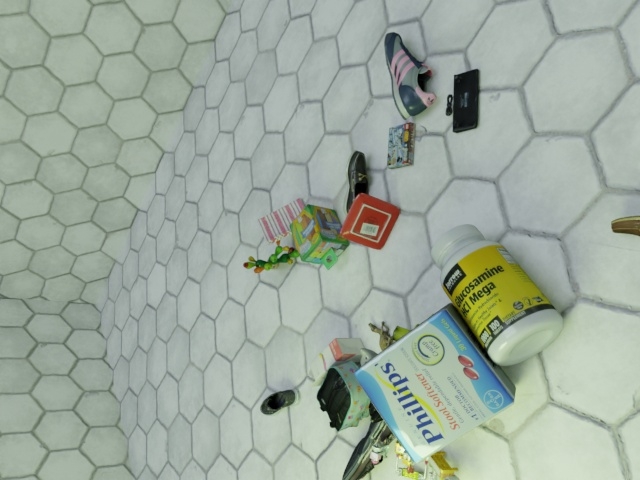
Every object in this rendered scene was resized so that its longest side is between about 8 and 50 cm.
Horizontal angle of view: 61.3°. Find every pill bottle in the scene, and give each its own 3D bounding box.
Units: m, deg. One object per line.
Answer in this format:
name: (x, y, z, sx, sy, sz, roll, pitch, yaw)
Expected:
pill bottle: (0.416, 0.122, 1.329, 0.188, 0.188, 0.334, -54, 46, 28)

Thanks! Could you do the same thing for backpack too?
backpack: (0.084, 0.473, 1.677, 0.166, 0.144, 0.188, 54, 145, 44)

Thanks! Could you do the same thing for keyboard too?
keyboard: (0.415, -0.405, 1.583, 0.108, 0.023, 0.180, -5, 77, 43)

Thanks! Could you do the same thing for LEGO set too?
LEGO set: (0.275, 0.625, 1.448, 0.287, 0.132, 0.107, 11, 100, 43)

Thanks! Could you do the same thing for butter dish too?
butter dish: (0.150, -0.073, 1.752, 0.159, 0.160, 0.118, -66, 18, 15)

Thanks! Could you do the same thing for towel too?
towel: (-0.141, -0.078, 2.084, 0.197, 0.029, 0.144, -27, 48, -3)

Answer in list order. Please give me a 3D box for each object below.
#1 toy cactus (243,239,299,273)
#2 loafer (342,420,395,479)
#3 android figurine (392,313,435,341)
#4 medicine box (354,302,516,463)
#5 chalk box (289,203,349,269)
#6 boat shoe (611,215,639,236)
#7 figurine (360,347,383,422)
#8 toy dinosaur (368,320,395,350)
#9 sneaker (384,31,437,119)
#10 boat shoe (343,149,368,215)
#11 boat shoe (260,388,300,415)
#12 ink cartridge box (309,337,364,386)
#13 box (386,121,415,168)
toy cactus: (-0.193, 0.073, 2.109, 0.180, 0.219, 0.112, 105, 140, -76)
loafer: (0.160, 0.625, 1.600, 0.302, 0.095, 0.109, -65, -3, 19)
android figurine: (0.314, 0.326, 1.429, 0.273, 0.056, 0.248, 15, 95, 19)
medicine box: (0.281, 0.346, 1.334, 0.289, 0.149, 0.263, -40, 76, 15)
chalk box: (0.000, 0.000, 1.904, 0.132, 0.132, 0.213, -47, 49, 34)
boat shoe: (0.696, -0.018, 1.121, 0.178, 0.064, 0.060, 4, 83, 48)
figurine: (0.197, 0.401, 1.514, 0.092, 0.209, 0.214, -34, 57, 41)
toy dinosaur: (0.205, 0.314, 1.664, 0.183, 0.053, 0.092, -111, 33, -43)
sneaker: (0.290, -0.542, 1.719, 0.131, 0.112, 0.319, -19, 69, 29)
boat shoe: (0.131, -0.192, 1.836, 0.069, 0.081, 0.227, 9, 96, 48)
boat shoe: (-0.170, 0.606, 2.016, 0.228, 0.076, 0.080, -30, 60, 43)
ink cartridge box: (0.045, 0.400, 1.772, 0.198, 0.115, 0.067, -50, 49, 31)
box: (0.259, -0.304, 1.742, 0.094, 0.027, 0.137, -4, 79, 51)
